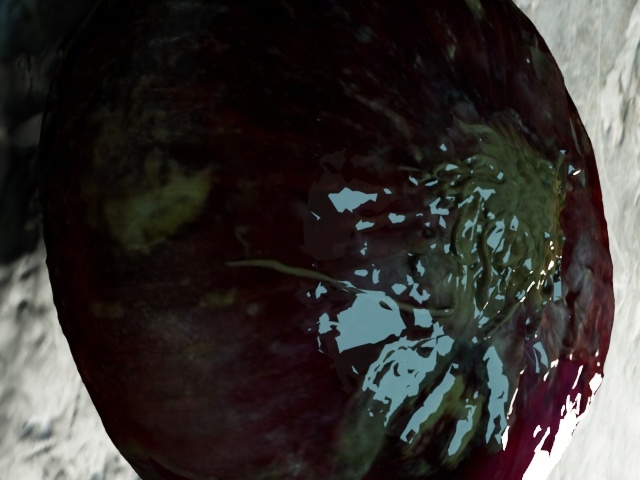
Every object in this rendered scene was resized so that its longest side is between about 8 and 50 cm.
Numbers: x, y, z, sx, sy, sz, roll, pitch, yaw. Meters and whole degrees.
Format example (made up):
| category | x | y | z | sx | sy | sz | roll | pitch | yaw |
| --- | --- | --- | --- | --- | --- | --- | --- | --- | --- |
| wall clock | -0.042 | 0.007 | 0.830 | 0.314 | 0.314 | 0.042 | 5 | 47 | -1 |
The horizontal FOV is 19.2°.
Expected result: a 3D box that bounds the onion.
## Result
| category | x | y | z | sx | sy | sz | roll | pitch | yaw |
| --- | --- | --- | --- | --- | --- | --- | --- | --- | --- |
| onion | 0.000 | 0.000 | 0.701 | 0.246 | 0.190 | 0.246 | 27 | 56 | -50 |
